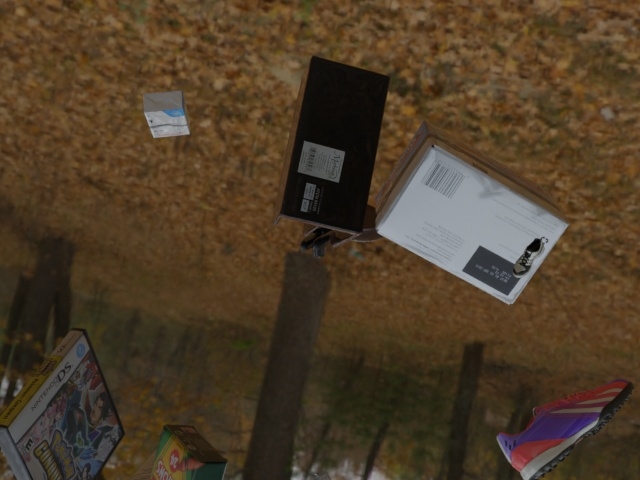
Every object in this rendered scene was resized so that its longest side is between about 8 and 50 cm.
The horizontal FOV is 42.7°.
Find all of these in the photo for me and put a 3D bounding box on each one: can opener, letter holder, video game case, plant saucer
[{"bbox_3d":[0.000,0.000,1.655,0.059,0.073,0.186,-13,-178,9],"label":"can opener"},{"bbox_3d":[0.007,-0.156,1.547,0.152,0.301,0.214,13,169,-10],"label":"letter holder"},{"bbox_3d":[-0.453,0.338,1.457,0.035,0.274,0.248,3,-145,19],"label":"video game case"},{"bbox_3d":[0.091,-0.054,2.060,0.168,0.029,0.168,6,-146,-4],"label":"plant saucer"}]

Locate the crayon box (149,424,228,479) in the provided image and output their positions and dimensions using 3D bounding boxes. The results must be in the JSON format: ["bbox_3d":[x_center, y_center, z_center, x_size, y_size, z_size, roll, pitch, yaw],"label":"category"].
[{"bbox_3d":[-0.321,0.603,1.842,0.081,0.318,0.202,11,-174,-34],"label":"crayon box"}]

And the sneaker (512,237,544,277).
[{"bbox_3d":[0.376,0.029,1.490,0.032,0.083,0.037,30,163,31],"label":"sneaker"}]

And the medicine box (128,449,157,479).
[{"bbox_3d":[-0.422,0.757,2.284,0.149,0.263,0.289,-13,-170,18],"label":"medicine box"}]

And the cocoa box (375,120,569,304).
[{"bbox_3d":[0.321,-0.067,1.804,0.347,0.231,0.228,28,-159,-8],"label":"cocoa box"}]

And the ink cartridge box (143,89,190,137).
[{"bbox_3d":[-0.411,-0.332,2.212,0.104,0.060,0.180,-6,160,-3],"label":"ink cartridge box"}]

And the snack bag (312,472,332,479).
[{"bbox_3d":[-0.016,0.640,1.469,0.342,0.323,0.037,48,154,24],"label":"snack bag"}]

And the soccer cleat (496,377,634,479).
[{"bbox_3d":[0.505,0.359,1.668,0.116,0.318,0.108,48,160,26],"label":"soccer cleat"}]
